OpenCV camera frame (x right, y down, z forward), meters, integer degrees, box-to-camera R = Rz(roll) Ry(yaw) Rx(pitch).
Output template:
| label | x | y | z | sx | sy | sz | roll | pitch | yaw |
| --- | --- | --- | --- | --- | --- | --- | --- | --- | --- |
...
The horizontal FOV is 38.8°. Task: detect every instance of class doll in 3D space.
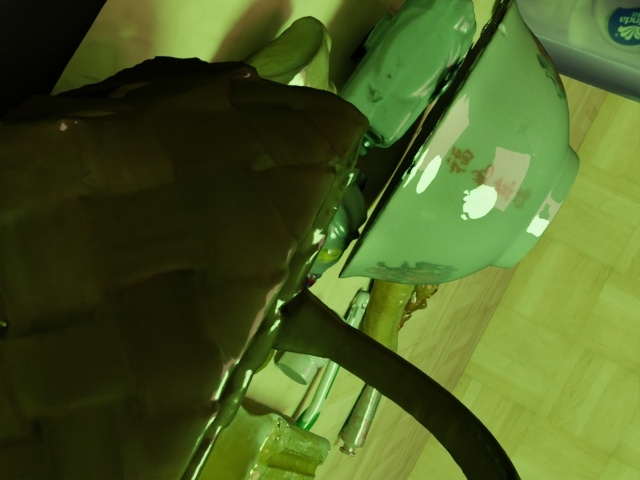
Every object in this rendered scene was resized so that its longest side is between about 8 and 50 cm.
| label | x | y | z | sx | sy | sz | roll | pitch | yaw |
| --- | --- | --- | --- | --- | --- | --- | --- | --- | --- |
| doll | 0.000 | 0.001 | 0.908 | 0.104 | 0.062 | 0.194 | -18 | 147 | -40 |

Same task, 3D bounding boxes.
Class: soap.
| label | x | y | z | sx | sy | sz | roll | pitch | yaw |
| --- | --- | --- | --- | --- | --- | --- | --- | --- | --- |
| soap | -0.084 | 0.277 | 1.045 | 0.173 | 0.089 | 0.274 | -57 | 162 | -9 |

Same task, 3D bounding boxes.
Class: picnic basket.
| label | x | y | z | sx | sy | sz | roll | pitch | yaw |
| --- | --- | --- | --- | --- | --- | --- | --- | --- | --- |
| picnic basket | -0.030 | 0.097 | 0.467 | 0.293 | 0.337 | 0.337 | -58 | 170 | -69 |

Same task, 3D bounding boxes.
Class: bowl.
| label | x | y | z | sx | sy | sz | roll | pitch | yaw |
| --- | --- | --- | --- | --- | --- | --- | --- | --- | --- |
| bowl | 0.168 | -0.068 | 0.962 | 0.345 | 0.157 | 0.345 | -58 | 180 | 0 |

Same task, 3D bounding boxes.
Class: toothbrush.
| label | x | y | z | sx | sy | sz | roll | pitch | yaw |
| --- | --- | --- | --- | --- | --- | --- | --- | --- | --- |
| toothbrush | -0.029 | 0.257 | 1.267 | 0.418 | 0.040 | 0.042 | -67 | 161 | 2 |

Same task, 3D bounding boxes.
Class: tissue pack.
| label | x | y | z | sx | sy | sz | roll | pitch | yaw |
| --- | --- | --- | --- | --- | --- | --- | --- | --- | --- |
| tissue pack | 0.418 | -0.272 | 1.198 | 0.242 | 0.338 | 0.160 | 6 | 107 | -67 |

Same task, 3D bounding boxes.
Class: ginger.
| label | x | y | z | sx | sy | sz | roll | pitch | yaw |
| --- | --- | --- | --- | --- | --- | --- | --- | --- | --- |
| ginger | -0.032 | -0.065 | 0.703 | 0.137 | 0.074 | 0.213 | -37 | 148 | -33 |

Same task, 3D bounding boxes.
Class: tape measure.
| label | x | y | z | sx | sy | sz | roll | pitch | yaw |
| --- | --- | --- | --- | --- | --- | --- | --- | --- | --- |
| tape measure | 0.122 | -0.218 | 0.805 | 0.330 | 0.084 | 0.164 | -53 | -171 | -8 |

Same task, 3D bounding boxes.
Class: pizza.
| label | x | y | z | sx | sy | sz | roll | pitch | yaw |
| --- | --- | --- | --- | --- | --- | --- | --- | --- | --- |
| pizza | 0.147 | 0.024 | 1.321 | 0.182 | 0.074 | 0.365 | -10 | 128 | -57 |

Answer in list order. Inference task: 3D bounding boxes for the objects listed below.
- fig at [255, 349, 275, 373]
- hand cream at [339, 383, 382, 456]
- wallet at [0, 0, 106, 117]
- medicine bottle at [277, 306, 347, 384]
| label | x | y | z | sx | sy | sz | roll | pitch | yaw |
| --- | --- | --- | --- | --- | --- | --- | --- | --- | --- |
| fig | -0.079 | 0.092 | 0.815 | 0.074 | 0.074 | 0.088 | -49 | 174 | -34 |
| hand cream | 0.089 | 0.281 | 1.611 | 0.209 | 0.043 | 0.067 | -66 | 162 | -3 |
| wallet | -0.183 | -0.051 | 0.324 | 0.406 | 0.062 | 0.228 | -60 | 162 | -4 |
| medicine bottle | -0.009 | 0.124 | 1.079 | 0.089 | 0.052 | 0.052 | -53 | 161 | -23 |
